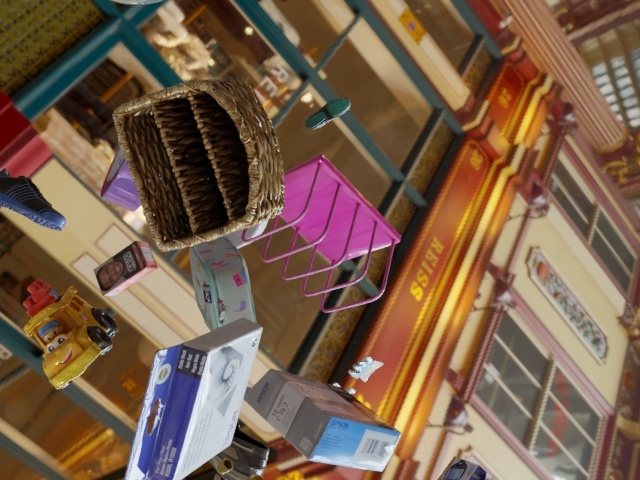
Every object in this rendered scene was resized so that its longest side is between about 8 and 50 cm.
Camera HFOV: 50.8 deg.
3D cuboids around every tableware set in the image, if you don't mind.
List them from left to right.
[{"bbox_3d":[-0.116,0.430,1.149,0.024,0.154,0.104,-43,-168,23],"label":"tableware set"}]

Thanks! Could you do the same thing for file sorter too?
[{"bbox_3d":[0.000,0.000,1.472,0.202,0.291,0.182,-20,-140,37],"label":"file sorter"}]

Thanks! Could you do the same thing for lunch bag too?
[{"bbox_3d":[-0.233,0.125,1.590,0.108,0.224,0.279,-10,-161,-17],"label":"lunch bag"}]

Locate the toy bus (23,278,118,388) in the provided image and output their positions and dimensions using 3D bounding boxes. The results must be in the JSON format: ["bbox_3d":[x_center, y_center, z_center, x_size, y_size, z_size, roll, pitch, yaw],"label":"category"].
[{"bbox_3d":[-0.568,0.186,1.468,0.149,0.211,0.220,-38,-163,0],"label":"toy bus"}]

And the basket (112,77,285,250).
[{"bbox_3d":[-0.219,-0.153,1.302,0.214,0.299,0.223,-14,-176,40],"label":"basket"}]

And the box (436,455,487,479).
[{"bbox_3d":[0.291,0.497,1.400,0.081,0.028,0.136,-48,-178,-16],"label":"box"}]

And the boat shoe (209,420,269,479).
[{"bbox_3d":[-0.269,0.494,1.758,0.130,0.355,0.132,-60,156,0],"label":"boat shoe"}]

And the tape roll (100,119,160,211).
[{"bbox_3d":[-0.449,-0.213,1.687,0.275,0.090,0.274,-44,-149,36],"label":"tape roll"}]

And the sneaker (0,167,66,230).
[{"bbox_3d":[-0.733,-0.107,1.701,0.081,0.232,0.090,100,16,-68],"label":"sneaker"}]

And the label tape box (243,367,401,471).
[{"bbox_3d":[-0.019,0.393,1.586,0.348,0.249,0.115,29,-87,49],"label":"label tape box"}]

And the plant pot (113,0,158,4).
[{"bbox_3d":[-0.351,-0.555,1.231,0.290,0.290,0.195,-48,-167,-15],"label":"plant pot"}]

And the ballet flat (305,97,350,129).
[{"bbox_3d":[0.017,-0.287,1.523,0.114,0.041,0.041,-28,-158,11],"label":"ballet flat"}]

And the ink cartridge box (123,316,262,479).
[{"bbox_3d":[-0.179,0.239,0.986,0.224,0.045,0.223,-14,123,-64],"label":"ink cartridge box"}]

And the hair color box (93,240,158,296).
[{"bbox_3d":[-0.444,0.065,1.535,0.141,0.072,0.043,-32,162,20],"label":"hair color box"}]

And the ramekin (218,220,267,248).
[{"bbox_3d":[-0.312,-0.101,2.341,0.277,0.277,0.135,-40,171,9],"label":"ramekin"}]

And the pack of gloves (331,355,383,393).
[{"bbox_3d":[0.100,0.422,1.952,0.195,0.046,0.232,-43,156,2],"label":"pack of gloves"}]
